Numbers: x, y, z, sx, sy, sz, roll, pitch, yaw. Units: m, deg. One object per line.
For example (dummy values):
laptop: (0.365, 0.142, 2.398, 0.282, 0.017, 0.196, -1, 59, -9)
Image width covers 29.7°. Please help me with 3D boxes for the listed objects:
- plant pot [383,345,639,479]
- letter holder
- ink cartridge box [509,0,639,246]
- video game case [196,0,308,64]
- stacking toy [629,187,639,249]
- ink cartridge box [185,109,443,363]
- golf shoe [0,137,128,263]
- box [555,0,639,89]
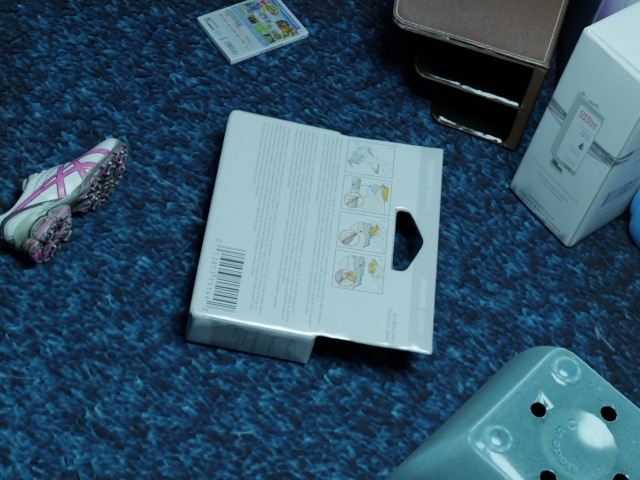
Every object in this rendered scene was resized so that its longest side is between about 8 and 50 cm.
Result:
plant pot: (0.196, 0.244, 1.114, 0.248, 0.252, 0.247, 41, 57, 19)
letter holder: (0.208, -0.302, 1.587, 0.214, 0.152, 0.302, 19, 52, 5)
ink cartridge box: (0.369, -0.151, 1.422, 0.207, 0.283, 0.117, -28, 64, -29)
video game case: (-0.090, -0.281, 1.593, 0.122, 0.011, 0.087, -25, 62, -27)
stacking toy: (0.542, -0.049, 1.484, 0.302, 0.175, 0.166, -16, 57, -36)
ink cartridge box: (0.000, 0.000, 1.369, 0.261, 0.066, 0.296, 11, 53, -4)
golf shoe: (-0.290, -0.061, 1.351, 0.086, 0.067, 0.186, 30, 54, 13)
box: (0.485, -0.290, 1.544, 0.294, 0.296, 0.183, 15, 53, 0)
